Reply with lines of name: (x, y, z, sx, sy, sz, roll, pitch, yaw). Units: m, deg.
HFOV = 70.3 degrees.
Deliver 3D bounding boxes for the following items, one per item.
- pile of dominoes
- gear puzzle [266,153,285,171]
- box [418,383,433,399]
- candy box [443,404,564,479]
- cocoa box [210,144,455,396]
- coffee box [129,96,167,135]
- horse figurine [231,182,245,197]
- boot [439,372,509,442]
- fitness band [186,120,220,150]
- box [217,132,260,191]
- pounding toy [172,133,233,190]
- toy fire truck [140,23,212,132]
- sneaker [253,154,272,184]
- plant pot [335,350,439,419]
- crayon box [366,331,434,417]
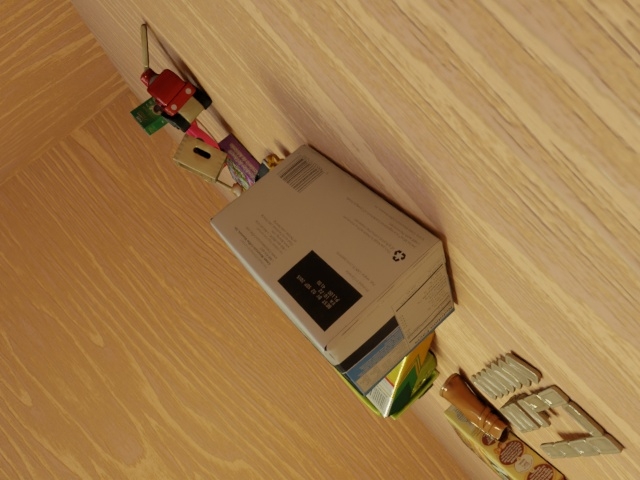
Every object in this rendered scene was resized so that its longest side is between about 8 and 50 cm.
pile of dominoes: (0.374, 0.278, 0.782, 0.196, 0.040, 0.251, 46, 162, 21)
gear puzzle: (-0.034, -0.057, 1.063, 0.176, 0.044, 0.338, 16, 145, 45)
box: (0.306, 0.475, 1.668, 0.180, 0.077, 0.147, 50, 170, -3)
candy box: (0.483, 0.563, 1.184, 0.182, 0.088, 0.316, 55, 169, -33)
cocoa box: (0.021, 0.044, 0.789, 0.347, 0.231, 0.228, 41, 168, 38)
coffee box: (-0.530, -0.440, 1.517, 0.113, 0.184, 0.040, 44, 168, 26)
horse figurine: (-0.292, -0.180, 1.835, 0.263, 0.066, 0.174, 35, 169, 48)
boot: (0.383, 0.412, 1.114, 0.152, 0.073, 0.197, 37, 174, 47)
fitness band: (-0.462, -0.384, 1.835, 0.209, 0.054, 0.291, 49, 172, -1)
box: (-0.225, -0.199, 1.470, 0.201, 0.057, 0.293, 47, 170, 8)
pounding toy: (-0.331, -0.231, 1.372, 0.181, 0.094, 0.206, 25, 176, -12)
toy fire truck: (-0.433, -0.448, 1.255, 0.246, 0.158, 0.217, 43, 176, -33)
sneaker: (-0.126, -0.099, 1.228, 0.126, 0.127, 0.321, 47, 169, 21)
plant pot: (0.204, 0.384, 1.359, 0.228, 0.227, 0.207, 41, 173, 39)
crayon box: (0.162, 0.258, 1.143, 0.202, 0.081, 0.318, 42, 134, 40)
